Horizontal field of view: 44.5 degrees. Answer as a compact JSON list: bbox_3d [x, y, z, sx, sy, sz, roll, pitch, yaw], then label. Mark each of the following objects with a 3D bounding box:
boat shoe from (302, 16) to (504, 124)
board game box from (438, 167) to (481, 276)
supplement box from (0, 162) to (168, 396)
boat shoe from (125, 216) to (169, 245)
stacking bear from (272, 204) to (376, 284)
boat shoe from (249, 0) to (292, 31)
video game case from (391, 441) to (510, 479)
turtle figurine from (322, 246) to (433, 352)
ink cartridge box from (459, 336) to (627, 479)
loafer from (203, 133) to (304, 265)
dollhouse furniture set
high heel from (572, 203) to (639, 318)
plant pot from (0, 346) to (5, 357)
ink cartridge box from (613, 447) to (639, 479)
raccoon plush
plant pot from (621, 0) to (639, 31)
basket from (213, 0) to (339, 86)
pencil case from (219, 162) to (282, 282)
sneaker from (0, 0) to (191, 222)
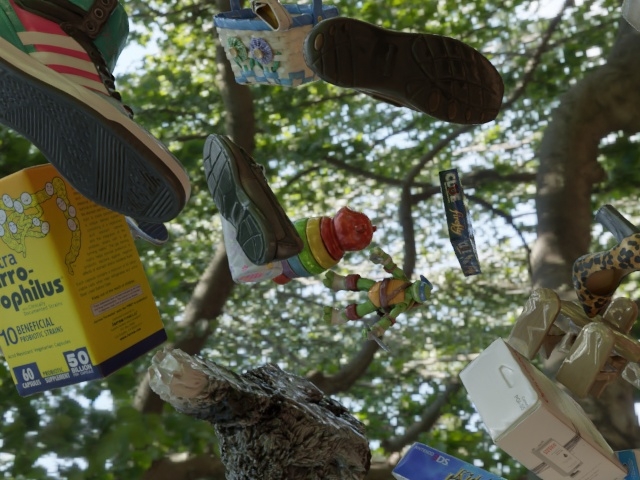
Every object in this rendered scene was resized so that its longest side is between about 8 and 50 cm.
[{"bbox_3d":[0.124,-0.264,1.199,0.324,0.120,0.123,16,-84,-17],"label":"boat shoe"},{"bbox_3d":[0.310,-0.034,1.730,0.243,0.042,0.165,49,-148,-64],"label":"board game box"},{"bbox_3d":[-0.446,0.057,1.347,0.195,0.194,0.357,-30,-78,-64],"label":"supplement box"},{"bbox_3d":[-0.440,-0.039,1.881,0.066,0.183,0.066,-36,-22,-47],"label":"boat shoe"},{"bbox_3d":[0.000,0.000,2.011,0.175,0.289,0.164,18,-124,-62],"label":"stacking bear"},{"bbox_3d":[-0.082,-0.335,1.110,0.100,0.035,0.035,52,-138,6],"label":"boat shoe"},{"bbox_3d":[0.246,0.373,0.953,0.061,0.269,0.244,-46,-68,-20],"label":"video game case"},{"bbox_3d":[0.105,0.125,1.848,0.274,0.266,0.198,-34,-72,-49],"label":"turtle figurine"},{"bbox_3d":[0.415,0.342,1.477,0.283,0.117,0.207,39,-165,-25],"label":"ink cartridge box"},{"bbox_3d":[-0.114,-0.067,1.279,0.084,0.096,0.268,-4,-129,-35],"label":"loafer"},{"bbox_3d":[0.659,0.199,1.562,0.362,0.394,0.257,9,-68,-43],"label":"dollhouse furniture set"},{"bbox_3d":[0.571,0.083,1.505,0.186,0.093,0.261,-113,19,-57],"label":"high heel"},{"bbox_3d":[-0.577,0.185,1.589,0.237,0.237,0.110,27,-135,-55],"label":"plant pot"},{"bbox_3d":[0.593,0.481,1.521,0.082,0.191,0.140,-2,-108,-16],"label":"ink cartridge box"},{"bbox_3d":[-0.138,0.339,1.172,0.446,0.216,0.299,31,-86,-30],"label":"raccoon plush"},{"bbox_3d":[0.494,-0.329,0.856,0.323,0.323,0.280,-34,-24,-57],"label":"plant pot"},{"bbox_3d":[-0.087,-0.457,1.560,0.201,0.254,0.289,-22,-66,-42],"label":"basket"},{"bbox_3d":[-0.161,-0.039,1.773,0.113,0.124,0.273,26,-128,-68],"label":"pencil case"},{"bbox_3d":[-0.224,-0.154,0.772,0.295,0.124,0.178,37,-134,-4],"label":"sneaker"}]
